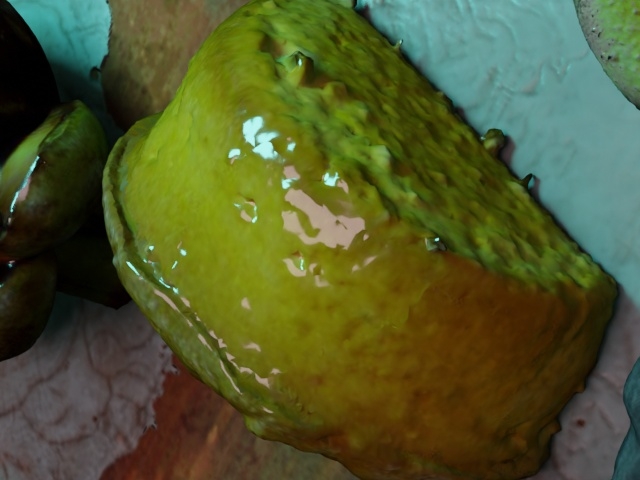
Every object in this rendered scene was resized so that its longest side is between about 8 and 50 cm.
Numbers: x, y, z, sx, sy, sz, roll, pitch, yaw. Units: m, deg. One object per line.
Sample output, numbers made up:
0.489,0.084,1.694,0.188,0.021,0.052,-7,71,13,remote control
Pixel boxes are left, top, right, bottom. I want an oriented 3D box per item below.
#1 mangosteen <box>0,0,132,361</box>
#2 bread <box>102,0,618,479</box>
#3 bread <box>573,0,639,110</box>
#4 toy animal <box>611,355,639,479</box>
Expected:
-0.281,-0.040,0.970,0.347,0.307,0.307,27,111,0,mangosteen
0.000,0.000,0.822,0.340,0.179,0.194,50,118,22,bread
0.229,-0.135,0.669,0.228,0.033,0.228,6,122,10,bread
0.195,0.053,0.743,0.210,0.121,0.117,-55,44,32,toy animal
